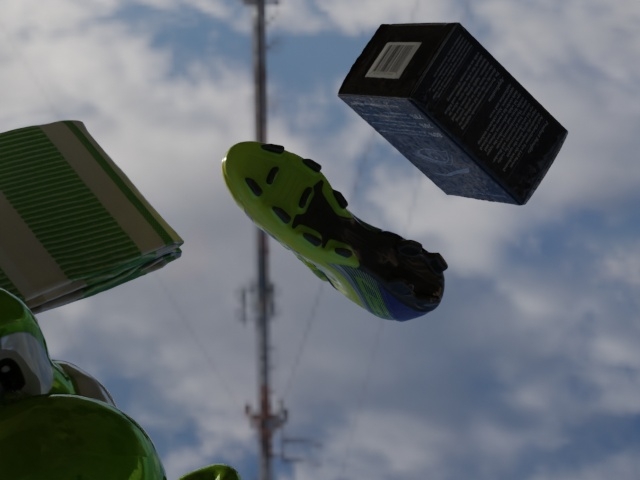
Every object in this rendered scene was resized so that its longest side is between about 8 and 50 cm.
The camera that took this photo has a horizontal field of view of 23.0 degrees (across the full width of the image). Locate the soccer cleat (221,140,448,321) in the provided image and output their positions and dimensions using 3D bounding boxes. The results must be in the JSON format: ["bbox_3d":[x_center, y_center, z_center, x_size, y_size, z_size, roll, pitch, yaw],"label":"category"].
[{"bbox_3d":[0.000,0.001,1.594,0.121,0.289,0.093,-20,-135,48],"label":"soccer cleat"}]

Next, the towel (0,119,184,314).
[{"bbox_3d":[-0.331,-0.003,1.542,0.325,0.038,0.248,-24,-127,-26],"label":"towel"}]

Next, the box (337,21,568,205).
[{"bbox_3d":[0.150,-0.143,1.784,0.153,0.207,0.108,12,-114,57],"label":"box"}]

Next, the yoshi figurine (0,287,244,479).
[{"bbox_3d":[-0.122,0.189,0.845,0.203,0.362,0.203,2,-136,27],"label":"yoshi figurine"}]
